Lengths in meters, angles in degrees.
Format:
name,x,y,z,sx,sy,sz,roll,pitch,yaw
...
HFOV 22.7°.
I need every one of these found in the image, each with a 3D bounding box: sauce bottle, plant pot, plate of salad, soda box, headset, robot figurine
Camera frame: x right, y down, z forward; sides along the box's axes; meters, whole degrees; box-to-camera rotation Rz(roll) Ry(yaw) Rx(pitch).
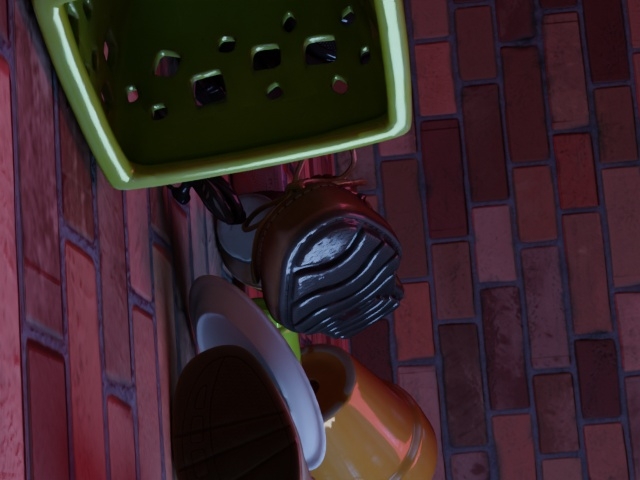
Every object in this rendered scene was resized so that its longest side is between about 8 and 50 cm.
name,x,y,z,sx,sy,sz,roll,pitch,yaw
sauce bottle,-0.053,0.001,1.738,0.344,0.111,0.111,47,38,-80
plant pot,-0.070,-0.193,1.093,0.227,0.228,0.207,77,1,-58
plate of salad,-0.051,0.115,1.424,0.200,0.048,0.200,40,-32,33
soda box,-0.077,-0.143,1.879,0.058,0.063,0.183,-16,101,-85
headset,-0.030,-0.169,1.507,0.185,0.243,0.394,58,41,-9
plant pot,0.020,0.232,1.985,0.188,0.205,0.205,59,22,-44
robot figurine,-0.057,0.119,1.808,0.101,0.067,0.115,-84,168,-57

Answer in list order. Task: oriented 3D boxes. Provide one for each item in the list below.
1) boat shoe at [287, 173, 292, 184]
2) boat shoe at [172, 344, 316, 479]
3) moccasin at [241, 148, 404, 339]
name,x,y,z,sx,sy,sz,roll,pitch,yaw
boat shoe,-0.062,-0.061,2.029,0.170,0.063,0.059,100,-16,-70
boat shoe,-0.046,0.238,1.360,0.098,0.109,0.302,54,15,-81
moccasin,0.003,-0.002,1.451,0.147,0.139,0.380,58,7,10
